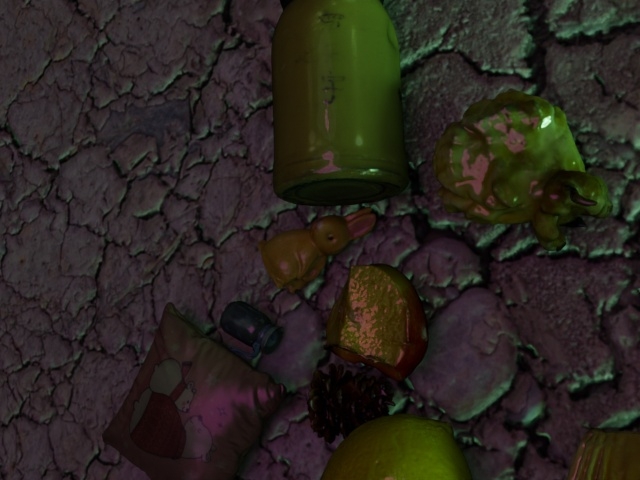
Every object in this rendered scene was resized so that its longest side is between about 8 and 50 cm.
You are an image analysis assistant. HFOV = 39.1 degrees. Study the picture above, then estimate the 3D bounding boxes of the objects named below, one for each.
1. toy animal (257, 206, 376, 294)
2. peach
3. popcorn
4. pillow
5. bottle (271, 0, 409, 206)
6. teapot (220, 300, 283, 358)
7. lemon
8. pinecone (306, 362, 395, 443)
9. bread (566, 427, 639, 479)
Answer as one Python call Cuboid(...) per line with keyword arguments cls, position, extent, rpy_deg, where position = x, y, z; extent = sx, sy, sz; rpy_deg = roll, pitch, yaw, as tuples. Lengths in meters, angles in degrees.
Cuboid(cls="toy animal", position=(-0.002, -0.003, 1.189), extent=(0.159, 0.070, 0.083), rpy_deg=(-33, 69, 12))
Cuboid(cls="peach", position=(0.075, 0.098, 1.110), extent=(0.118, 0.151, 0.151), rpy_deg=(16, 90, -19))
Cuboid(cls="popcorn", position=(0.227, -0.075, 1.037), extent=(0.168, 0.173, 0.195), rpy_deg=(-28, 69, -15))
Cuboid(cls="pillow", position=(-0.180, 0.236, 1.225), extent=(0.223, 0.084, 0.236), rpy_deg=(30, 94, 27))
Cuboid(cls="bottle", position=(0.021, -0.228, 1.154), extent=(0.172, 0.171, 0.351), rpy_deg=(-7, 78, 24))
Cuboid(cls="teapot", position=(-0.098, 0.119, 1.214), extent=(0.083, 0.064, 0.049), rpy_deg=(28, 115, 25))
Cuboid(cls="lemon", position=(0.091, 0.294, 1.043), extent=(0.178, 0.178, 0.203), rpy_deg=(36, 85, 24))
Cuboid(cls="pinecone", position=(0.037, 0.202, 1.130), extent=(0.110, 0.102, 0.102), rpy_deg=(-10, 78, -1))
Cuboid(cls="bread", position=(0.399, 0.260, 0.920), extent=(0.288, 0.152, 0.119), rpy_deg=(2, 78, 24))
